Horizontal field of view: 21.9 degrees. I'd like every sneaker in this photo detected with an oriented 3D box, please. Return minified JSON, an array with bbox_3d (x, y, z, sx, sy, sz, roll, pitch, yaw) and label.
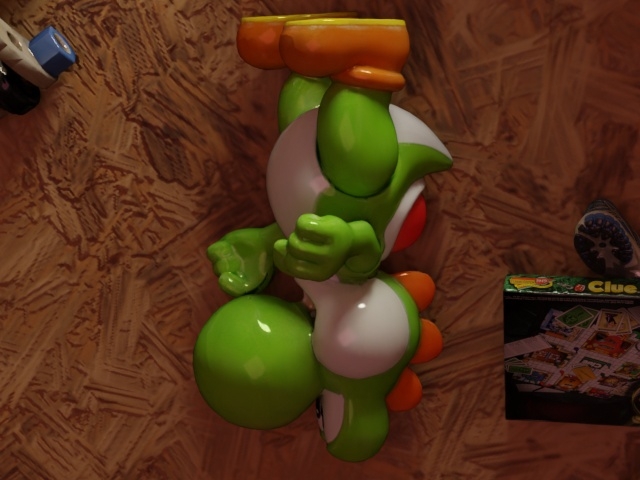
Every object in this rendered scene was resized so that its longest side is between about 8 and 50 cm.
[{"bbox_3d":[0.248,0.021,1.324,0.052,0.058,0.135,-19,118,23],"label":"sneaker"}]

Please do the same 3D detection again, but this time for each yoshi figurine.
[{"bbox_3d":[-0.023,0.004,1.315,0.203,0.203,0.362,3,102,27],"label":"yoshi figurine"}]

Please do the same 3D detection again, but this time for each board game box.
[{"bbox_3d":[0.276,0.092,1.313,0.259,0.030,0.136,3,123,11],"label":"board game box"}]

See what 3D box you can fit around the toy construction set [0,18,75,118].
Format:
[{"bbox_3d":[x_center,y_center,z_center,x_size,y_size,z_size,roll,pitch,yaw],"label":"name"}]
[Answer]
[{"bbox_3d":[-0.369,-0.197,1.317,0.308,0.237,0.258,-11,96,13],"label":"toy construction set"}]
